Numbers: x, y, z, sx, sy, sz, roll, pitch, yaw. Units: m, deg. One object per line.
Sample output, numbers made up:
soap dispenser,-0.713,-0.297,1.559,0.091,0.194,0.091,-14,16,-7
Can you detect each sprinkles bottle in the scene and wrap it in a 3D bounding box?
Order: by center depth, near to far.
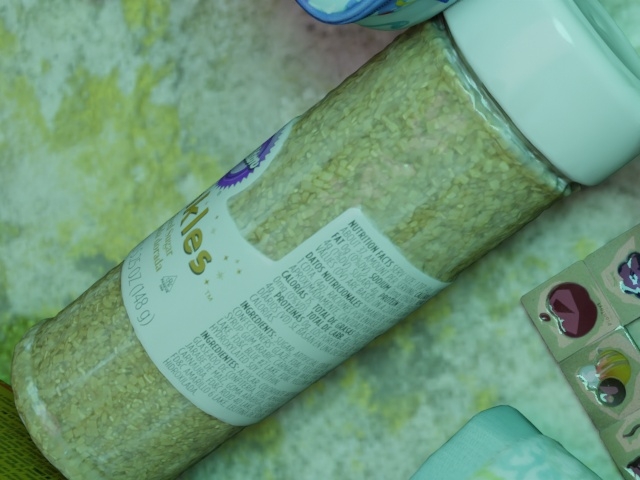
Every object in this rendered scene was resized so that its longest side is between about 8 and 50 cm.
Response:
sprinkles bottle,0.000,0.000,0.699,0.355,0.121,0.121,-38,74,21

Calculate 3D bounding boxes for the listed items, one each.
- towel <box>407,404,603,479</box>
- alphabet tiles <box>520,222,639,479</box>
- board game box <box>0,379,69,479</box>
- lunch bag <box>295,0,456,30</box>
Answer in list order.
towel,0.077,0.311,0.621,0.320,0.090,0.374,41,97,32
alphabet tiles,0.235,0.079,0.647,0.198,0.009,0.237,-34,76,22
board game box,-0.314,0.260,0.720,0.356,0.356,0.356,26,101,24
lunch bag,0.049,-0.204,0.577,0.219,0.090,0.176,-37,77,24
